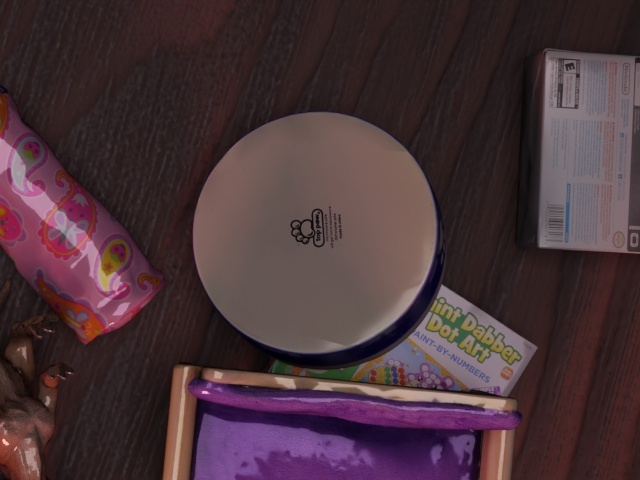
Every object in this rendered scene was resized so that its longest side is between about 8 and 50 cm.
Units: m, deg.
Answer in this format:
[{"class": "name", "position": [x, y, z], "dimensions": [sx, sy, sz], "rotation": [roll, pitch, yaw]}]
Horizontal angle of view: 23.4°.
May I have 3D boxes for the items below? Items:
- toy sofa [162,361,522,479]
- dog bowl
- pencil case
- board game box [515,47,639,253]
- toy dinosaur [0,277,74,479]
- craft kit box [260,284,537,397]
[{"class": "toy sofa", "position": [0.020, 0.217, 1.598], "dimensions": [0.362, 0.177, 0.150], "rotation": [6, 87, -10]}, {"class": "dog bowl", "position": [0.000, 0.000, 1.646], "dimensions": [0.264, 0.104, 0.265], "rotation": [-2, 77, 8]}, {"class": "pencil case", "position": [-0.291, -0.026, 1.636], "dimensions": [0.124, 0.124, 0.284], "rotation": [-41, 95, -8]}, {"class": "board game box", "position": [0.383, -0.094, 1.758], "dimensions": [0.303, 0.097, 0.224], "rotation": [4, 89, -8]}, {"class": "toy dinosaur", "position": [-0.339, 0.182, 1.600], "dimensions": [0.127, 0.200, 0.296], "rotation": [-3, 46, -28]}, {"class": "craft kit box", "position": [0.074, 0.156, 1.724], "dimensions": [0.249, 0.061, 0.247], "rotation": [33, 81, -7]}]
